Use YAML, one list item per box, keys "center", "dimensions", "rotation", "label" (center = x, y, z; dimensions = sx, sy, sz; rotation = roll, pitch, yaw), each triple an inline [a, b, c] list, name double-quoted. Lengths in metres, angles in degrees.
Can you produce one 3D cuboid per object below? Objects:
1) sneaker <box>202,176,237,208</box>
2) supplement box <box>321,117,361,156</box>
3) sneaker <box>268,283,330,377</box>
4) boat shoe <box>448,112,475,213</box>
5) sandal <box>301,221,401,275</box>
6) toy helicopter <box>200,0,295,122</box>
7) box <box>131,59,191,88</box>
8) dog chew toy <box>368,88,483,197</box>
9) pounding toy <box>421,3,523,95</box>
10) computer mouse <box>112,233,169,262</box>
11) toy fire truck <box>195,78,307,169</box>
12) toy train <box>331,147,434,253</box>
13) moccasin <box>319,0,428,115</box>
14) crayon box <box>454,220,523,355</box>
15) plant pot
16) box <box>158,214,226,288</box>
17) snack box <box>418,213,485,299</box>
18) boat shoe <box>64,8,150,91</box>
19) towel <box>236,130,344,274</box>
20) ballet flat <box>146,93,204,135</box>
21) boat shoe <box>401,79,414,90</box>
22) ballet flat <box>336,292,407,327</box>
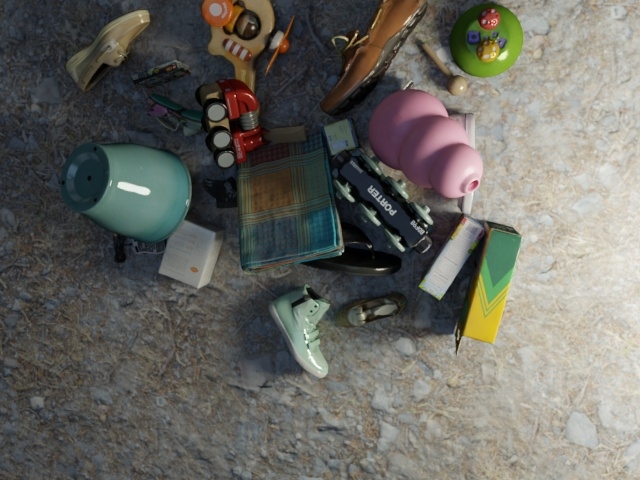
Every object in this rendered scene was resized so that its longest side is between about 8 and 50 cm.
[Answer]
- center: [-0.243, -0.137, 1.776]
  dimensions: [0.170, 0.051, 0.089]
  rotation: [-3, 101, 15]
  label: "sneaker"
- center: [0.056, -0.276, 1.699]
  dimensions: [0.083, 0.056, 0.083]
  rotation: [-16, 93, 12]
  label: "supplement box"
- center: [-0.020, 0.247, 1.753]
  dimensions: [0.151, 0.094, 0.256]
  rotation: [-33, 87, 19]
  label: "sneaker"
- center: [0.357, -0.198, 1.640]
  dimensions: [0.084, 0.095, 0.258]
  rotation: [1, 86, 15]
  label: "boat shoe"
- center: [-0.002, 0.000, 1.681]
  dimensions: [0.446, 0.167, 0.107]
  rotation: [13, 110, 10]
  label: "sandal"
- center: [-0.187, -0.490, 1.705]
  dimensions: [0.235, 0.140, 0.355]
  rotation: [2, 108, 2]
  label: "toy helicopter"
- center: [-0.438, -0.458, 1.754]
  dimensions: [0.137, 0.094, 0.027]
  rotation: [-16, 94, 13]
  label: "box"
- center: [0.261, -0.223, 1.534]
  dimensions: [0.206, 0.206, 0.332]
  rotation: [-48, 51, 12]
  label: "dog chew toy"
- center: [0.391, -0.490, 1.581]
  dimensions: [0.237, 0.110, 0.183]
  rotation: [-32, 90, 12]
  label: "pounding toy"
- center: [-0.517, 0.010, 1.854]
  dimensions: [0.193, 0.042, 0.106]
  rotation: [-2, 92, 17]
  label: "computer mouse"
- center: [-0.180, -0.313, 1.672]
  dimensions: [0.246, 0.158, 0.217]
  rotation: [-18, 131, -14]
  label: "toy fire truck"
- center: [0.161, -0.102, 1.631]
  dimensions: [0.334, 0.190, 0.142]
  rotation: [45, 98, 2]
  label: "toy train"
- center: [0.113, -0.490, 1.620]
  dimensions: [0.147, 0.139, 0.380]
  rotation: [35, 102, 6]
  label: "moccasin"
- center: [0.419, 0.123, 1.601]
  dimensions: [0.083, 0.203, 0.323]
  rotation: [15, 100, 9]
  label: "crayon box"
- center: [-0.530, -0.140, 1.685]
  dimensions: [0.271, 0.255, 0.272]
  rotation: [-4, 81, 28]
  label: "plant pot"
- center: [-0.363, 0.030, 1.799]
  dimensions: [0.130, 0.091, 0.170]
  rotation: [21, 100, 8]
  label: "box"
- center: [0.335, 0.036, 1.621]
  dimensions: [0.070, 0.174, 0.207]
  rotation: [31, 101, 7]
  label: "snack box"
- center: [-0.579, -0.529, 1.770]
  dimensions: [0.302, 0.109, 0.098]
  rotation: [-31, 96, 19]
  label: "boat shoe"
- center: [-0.093, -0.104, 1.664]
  dimensions: [0.271, 0.040, 0.370]
  rotation: [-14, 62, 11]
  label: "towel"
- center: [-0.390, -0.339, 1.777]
  dimensions: [0.221, 0.077, 0.079]
  rotation: [23, 119, 12]
  label: "ballet flat"
- center: [0.212, -0.359, 1.664]
  dimensions: [0.038, 0.046, 0.125]
  rotation: [36, 105, 5]
  label: "boat shoe"
- center: [0.135, 0.192, 1.734]
  dimensions: [0.206, 0.067, 0.073]
  rotation: [-21, 93, 13]
  label: "ballet flat"
